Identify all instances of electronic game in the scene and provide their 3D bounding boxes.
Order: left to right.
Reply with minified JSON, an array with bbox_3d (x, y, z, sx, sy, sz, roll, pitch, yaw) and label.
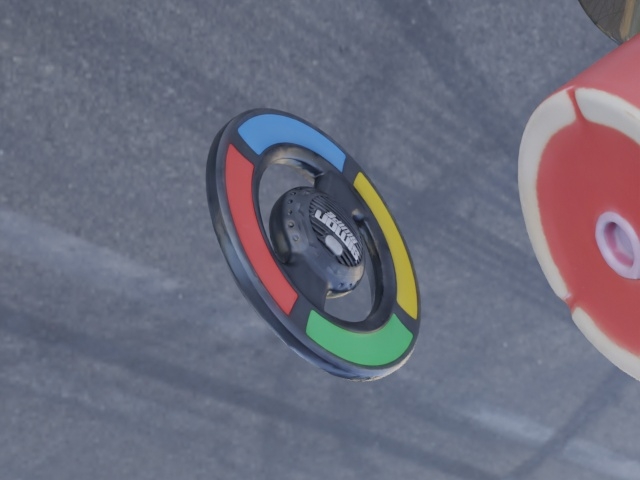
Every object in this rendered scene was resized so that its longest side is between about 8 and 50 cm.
[{"bbox_3d":[0.000,0.000,0.860,0.048,0.229,0.229,-31,141,31],"label":"electronic game"}]

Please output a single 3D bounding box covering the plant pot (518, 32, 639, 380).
[{"bbox_3d":[0.277,-0.041,0.699,0.243,0.275,0.275,-23,150,-18],"label":"plant pot"}]

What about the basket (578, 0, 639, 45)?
[{"bbox_3d":[0.291,-0.274,0.878,0.154,0.204,0.227,-31,152,-10],"label":"basket"}]
